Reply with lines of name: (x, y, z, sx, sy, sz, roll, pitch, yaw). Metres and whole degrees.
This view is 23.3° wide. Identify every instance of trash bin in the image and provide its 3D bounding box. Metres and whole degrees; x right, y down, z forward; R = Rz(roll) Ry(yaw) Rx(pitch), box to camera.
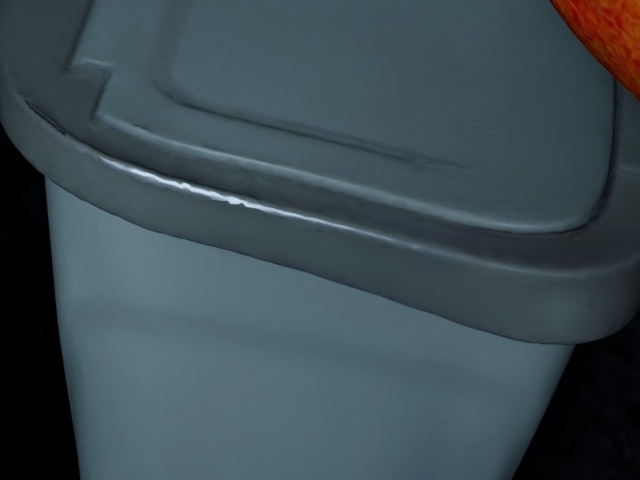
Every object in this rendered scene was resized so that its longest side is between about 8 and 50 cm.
trash bin: (0.000, 0.000, 0.583, 0.219, 0.220, 0.250, 12, 136, 2)

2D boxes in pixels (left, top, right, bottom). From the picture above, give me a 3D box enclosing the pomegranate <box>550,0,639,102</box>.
pomegranate: (0.172, -0.126, 0.405, 0.256, 0.221, 0.221, -14, 115, 18)
